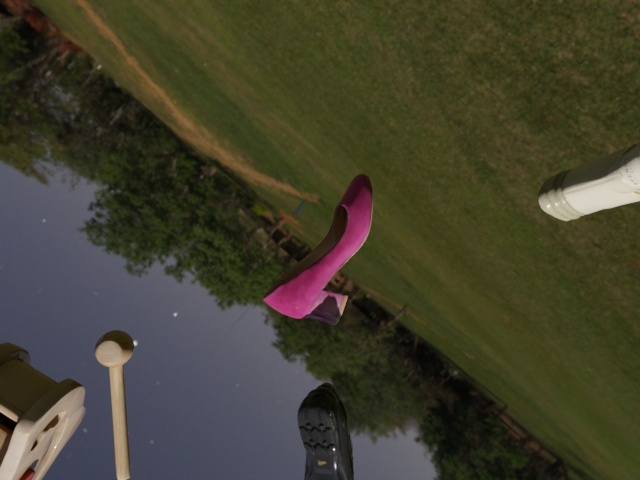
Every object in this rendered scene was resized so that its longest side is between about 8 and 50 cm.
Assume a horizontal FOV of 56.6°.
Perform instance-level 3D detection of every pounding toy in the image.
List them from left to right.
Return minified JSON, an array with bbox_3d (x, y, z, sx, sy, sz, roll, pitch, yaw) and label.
[{"bbox_3d":[-0.259,0.197,0.536,0.155,0.269,0.154,31,163,1],"label":"pounding toy"}]

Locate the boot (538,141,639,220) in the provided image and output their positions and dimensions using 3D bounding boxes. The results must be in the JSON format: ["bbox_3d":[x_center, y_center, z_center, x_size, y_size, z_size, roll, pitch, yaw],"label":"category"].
[{"bbox_3d":[0.400,-0.082,0.780,0.213,0.165,0.077,-10,-100,-42],"label":"boot"}]

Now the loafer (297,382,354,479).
[{"bbox_3d":[0.015,0.309,0.840,0.076,0.223,0.078,0,-162,22],"label":"loafer"}]

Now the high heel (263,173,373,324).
[{"bbox_3d":[0.000,0.000,0.897,0.117,0.244,0.082,20,174,-17],"label":"high heel"}]
